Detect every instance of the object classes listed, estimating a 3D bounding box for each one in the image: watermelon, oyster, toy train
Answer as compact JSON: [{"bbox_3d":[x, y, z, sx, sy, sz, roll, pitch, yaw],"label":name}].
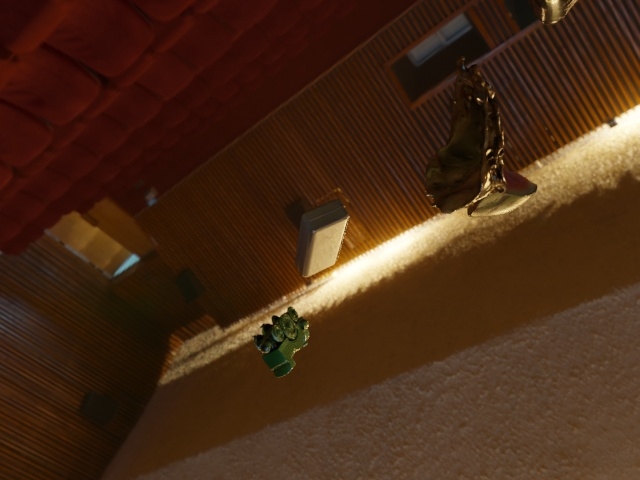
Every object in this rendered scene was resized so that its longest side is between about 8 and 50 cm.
[{"bbox_3d":[0.301,-0.092,0.976,0.125,0.135,0.094,-13,-99,23],"label":"watermelon"},{"bbox_3d":[0.225,-0.162,0.841,0.396,0.111,0.204,-58,158,-70],"label":"oyster"},{"bbox_3d":[-0.079,0.217,1.273,0.071,0.104,0.178,-33,-175,24],"label":"toy train"}]

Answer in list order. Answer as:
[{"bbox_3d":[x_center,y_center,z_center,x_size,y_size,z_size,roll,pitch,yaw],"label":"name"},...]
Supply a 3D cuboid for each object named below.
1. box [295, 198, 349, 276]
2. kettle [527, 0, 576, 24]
[{"bbox_3d":[0.000,0.000,1.301,0.103,0.055,0.243,-24,158,-18],"label":"box"},{"bbox_3d":[0.192,-0.351,0.451,0.229,0.320,0.324,1,-165,22],"label":"kettle"}]
